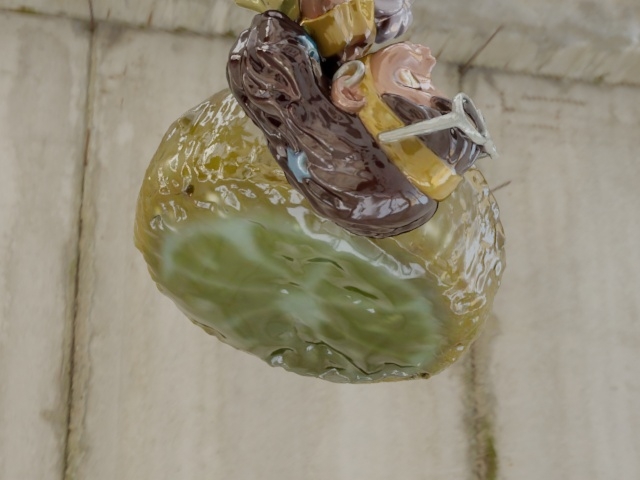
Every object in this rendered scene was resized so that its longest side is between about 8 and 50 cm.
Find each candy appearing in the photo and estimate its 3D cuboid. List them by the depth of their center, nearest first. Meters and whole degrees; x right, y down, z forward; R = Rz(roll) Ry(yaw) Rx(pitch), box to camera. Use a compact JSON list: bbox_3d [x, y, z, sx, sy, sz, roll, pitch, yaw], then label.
[{"bbox_3d":[0.000,0.000,0.820,0.260,0.260,0.118,25,-122,-7],"label":"candy"}]

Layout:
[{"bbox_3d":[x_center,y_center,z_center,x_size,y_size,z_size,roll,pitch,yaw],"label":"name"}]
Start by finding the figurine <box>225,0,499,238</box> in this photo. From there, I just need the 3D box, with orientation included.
[{"bbox_3d":[0.001,-0.114,0.653,0.115,0.175,0.240,-27,-105,11],"label":"figurine"}]
